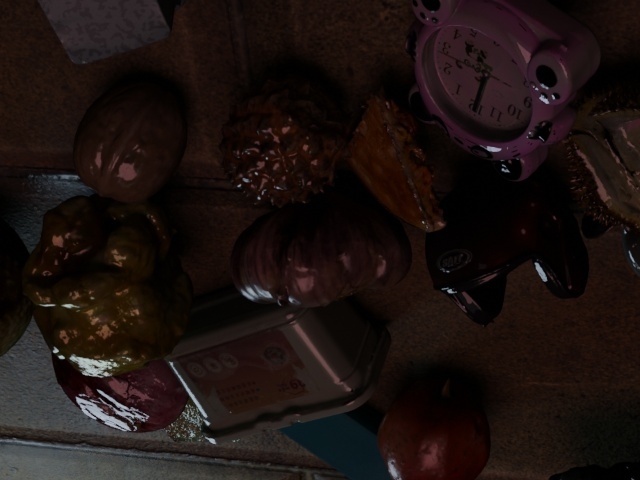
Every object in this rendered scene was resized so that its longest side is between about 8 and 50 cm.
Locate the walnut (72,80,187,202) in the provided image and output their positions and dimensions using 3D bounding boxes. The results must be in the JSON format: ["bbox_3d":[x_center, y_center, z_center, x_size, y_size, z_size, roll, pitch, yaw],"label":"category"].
[{"bbox_3d":[-0.248,-0.129,1.863,0.140,0.162,0.140,30,170,6],"label":"walnut"}]

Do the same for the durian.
[{"bbox_3d":[0.396,-0.094,1.727,0.193,0.138,0.237,-3,120,17],"label":"durian"}]

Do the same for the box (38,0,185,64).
[{"bbox_3d":[-0.264,-0.326,1.674,0.162,0.130,0.227,-16,130,9],"label":"box"}]

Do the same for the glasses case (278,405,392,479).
[{"bbox_3d":[0.041,0.306,2.296,0.301,0.070,0.117,39,125,-21],"label":"glasses case"}]

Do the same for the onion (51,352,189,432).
[{"bbox_3d":[-0.344,0.208,2.225,0.283,0.120,0.227,34,149,-1],"label":"onion"}]

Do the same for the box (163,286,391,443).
[{"bbox_3d":[-0.078,0.160,2.111,0.312,0.175,0.182,-20,118,31],"label":"box"}]

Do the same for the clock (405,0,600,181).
[{"bbox_3d":[0.201,-0.196,1.665,0.227,0.090,0.248,37,148,18],"label":"clock"}]

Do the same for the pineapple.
[{"bbox_3d":[-0.054,-0.117,1.817,0.166,0.166,0.193,33,135,-19],"label":"pineapple"}]

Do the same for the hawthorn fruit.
[{"bbox_3d":[0.175,0.284,2.166,0.179,0.179,0.200,7,120,7],"label":"hawthorn fruit"}]

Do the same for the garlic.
[{"bbox_3d":[0.000,0.000,1.901,0.245,0.245,0.160,-1,98,16],"label":"garlic"}]

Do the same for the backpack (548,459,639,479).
[{"bbox_3d":[0.544,0.460,2.192,0.363,0.254,0.446,-14,144,28],"label":"backpack"}]

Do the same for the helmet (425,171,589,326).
[{"bbox_3d":[0.235,0.008,1.837,0.189,0.216,0.193,-20,89,46],"label":"helmet"}]

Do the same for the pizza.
[{"bbox_3d":[0.098,-0.110,1.790,0.053,0.201,0.193,-28,143,-20],"label":"pizza"}]

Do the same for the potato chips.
[{"bbox_3d":[-0.226,0.293,2.380,0.209,0.026,0.142,20,133,-10],"label":"potato chips"}]

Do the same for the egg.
[{"bbox_3d":[-0.543,0.049,2.060,0.238,0.238,0.289,-19,108,30],"label":"egg"}]

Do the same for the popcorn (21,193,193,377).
[{"bbox_3d":[-0.295,0.059,1.966,0.225,0.276,0.276,-33,132,-13],"label":"popcorn"}]

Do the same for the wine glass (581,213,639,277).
[{"bbox_3d":[0.445,0.012,1.865,0.202,0.093,0.093,34,133,-20],"label":"wine glass"}]
